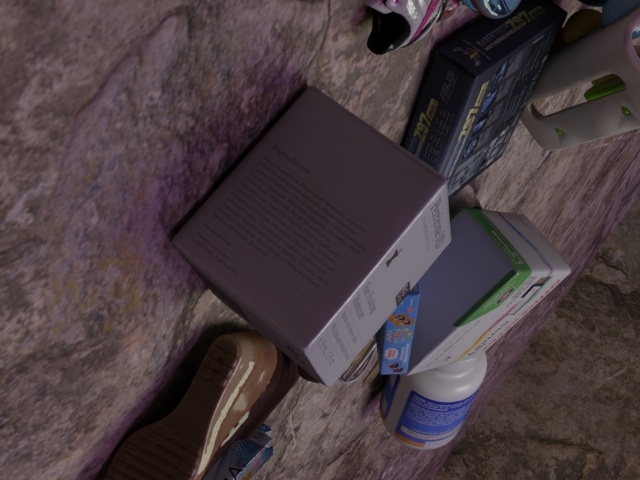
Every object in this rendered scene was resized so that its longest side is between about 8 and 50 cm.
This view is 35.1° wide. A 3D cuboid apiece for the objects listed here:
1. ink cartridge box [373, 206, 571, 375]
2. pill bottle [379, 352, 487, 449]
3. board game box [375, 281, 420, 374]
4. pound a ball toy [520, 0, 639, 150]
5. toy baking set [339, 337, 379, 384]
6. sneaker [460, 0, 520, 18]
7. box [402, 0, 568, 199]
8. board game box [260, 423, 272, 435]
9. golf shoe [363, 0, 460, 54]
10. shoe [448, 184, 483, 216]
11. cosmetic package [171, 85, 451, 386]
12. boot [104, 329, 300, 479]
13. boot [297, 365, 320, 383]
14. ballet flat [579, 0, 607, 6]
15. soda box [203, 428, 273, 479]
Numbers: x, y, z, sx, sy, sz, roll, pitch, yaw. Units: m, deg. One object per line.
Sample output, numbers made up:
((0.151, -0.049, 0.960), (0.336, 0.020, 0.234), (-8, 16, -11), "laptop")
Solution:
((0.202, 0.066, 1.371), (0.201, 0.117, 0.278), (-46, 160, 19), "ink cartridge box")
((0.193, 0.226, 1.701), (0.152, 0.152, 0.272), (-39, 157, -32), "pill bottle")
((0.080, 0.039, 1.151), (0.039, 0.160, 0.211), (-4, 150, -1), "board game box")
((0.353, -0.229, 1.198), (0.208, 0.136, 0.319), (-38, -172, -13), "pound a ball toy")
((0.090, 0.124, 1.489), (0.197, 0.030, 0.256), (-45, 158, -9), "toy baking set")
((0.189, -0.279, 0.864), (0.104, 0.125, 0.262), (-41, 158, -27), "sneaker")
((0.173, -0.150, 1.149), (0.183, 0.059, 0.233), (-38, 157, -35), "box")
((-0.111, 0.281, 1.314), (0.090, 0.020, 0.090), (-56, 160, 10), "board game box")
((0.073, -0.216, 0.799), (0.086, 0.067, 0.186), (-44, 159, -18), "golf shoe")
((0.189, -0.025, 1.400), (0.076, 0.058, 0.219), (-50, 160, -7), "shoe")
((0.000, 0.000, 0.881), (0.184, 0.151, 0.151), (-49, 161, -9), "cosmetic package")
((-0.112, 0.211, 1.084), (0.248, 0.090, 0.207), (-56, 158, -1), "boot")
((0.023, 0.030, 1.115), (0.190, 0.076, 0.209), (-70, 164, -58), "boot")
((0.286, -0.310, 1.124), (0.086, 0.086, 0.248), (-60, 161, 21), "ballet flat")
((-0.139, 0.290, 1.202), (0.183, 0.063, 0.058), (-44, 159, -22), "soda box")
